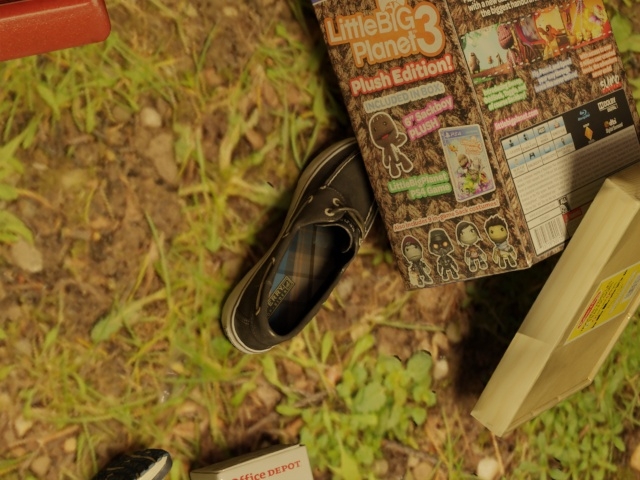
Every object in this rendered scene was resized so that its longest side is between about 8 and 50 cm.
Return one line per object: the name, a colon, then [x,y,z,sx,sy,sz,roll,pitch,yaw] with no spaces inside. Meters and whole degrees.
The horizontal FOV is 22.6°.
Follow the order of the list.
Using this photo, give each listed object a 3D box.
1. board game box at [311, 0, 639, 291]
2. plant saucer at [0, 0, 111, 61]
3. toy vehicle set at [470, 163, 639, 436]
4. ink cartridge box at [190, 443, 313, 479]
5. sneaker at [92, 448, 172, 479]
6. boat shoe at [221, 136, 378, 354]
board game box: [0.148,-0.133,1.406,0.232,0.141,0.291,-23,97,-47]
plant saucer: [-0.296,-0.260,1.229,0.259,0.048,0.258,-17,94,-33]
toy vehicle set: [0.244,0.044,1.409,0.035,0.267,0.166,40,34,23]
ink cartridge box: [-0.047,0.236,1.325,0.089,0.052,0.122,-13,93,-33]
sneaker: [-0.162,0.222,1.263,0.135,0.052,0.058,-46,119,-19]
boat shoe: [0.000,0.000,1.367,0.080,0.076,0.228,47,63,-19]
